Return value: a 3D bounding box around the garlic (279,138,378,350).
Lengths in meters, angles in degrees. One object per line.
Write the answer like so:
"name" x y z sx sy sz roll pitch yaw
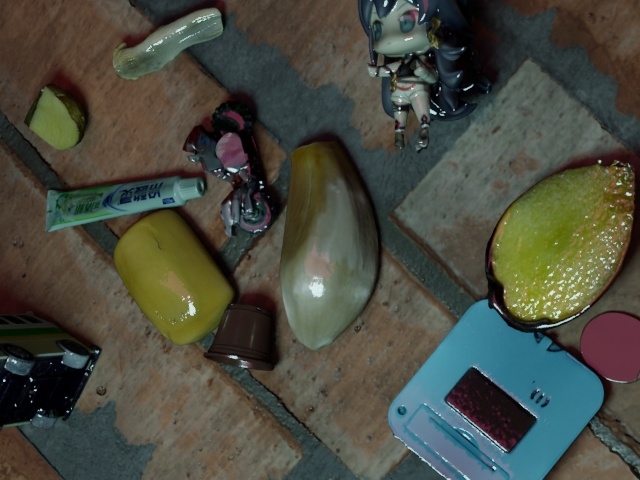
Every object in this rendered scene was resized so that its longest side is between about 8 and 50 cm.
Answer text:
"garlic" 0.009 0.001 1.799 0.143 0.112 0.318 -5 76 24

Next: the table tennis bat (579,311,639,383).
"table tennis bat" 0.435 0.158 1.666 0.158 0.014 0.095 25 96 22

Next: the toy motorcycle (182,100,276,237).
"toy motorcycle" -0.144 -0.105 1.860 0.122 0.082 0.213 -18 81 19

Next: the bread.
"bread" -0.237 0.057 1.888 0.147 0.098 0.217 -44 76 11

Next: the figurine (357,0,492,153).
"figurine" 0.143 -0.272 1.697 0.175 0.197 0.265 0 109 21

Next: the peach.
"peach" 0.344 0.003 1.677 0.279 0.068 0.189 -48 66 16

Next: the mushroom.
"mushroom" -0.241 -0.318 1.922 0.202 0.059 0.054 -25 43 18

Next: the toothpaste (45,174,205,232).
"toothpaste" -0.323 -0.066 1.951 0.297 0.048 0.074 -8 73 23

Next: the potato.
"potato" -0.421 -0.198 1.982 0.103 0.066 0.096 46 129 7

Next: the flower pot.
"flower pot" -0.117 0.145 1.841 0.111 0.111 0.089 6 77 21

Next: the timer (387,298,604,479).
"timer" 0.251 0.238 1.718 0.232 0.091 0.250 40 90 18

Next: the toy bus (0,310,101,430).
"toy bus" -0.507 0.197 1.878 0.179 0.305 0.143 32 101 21
